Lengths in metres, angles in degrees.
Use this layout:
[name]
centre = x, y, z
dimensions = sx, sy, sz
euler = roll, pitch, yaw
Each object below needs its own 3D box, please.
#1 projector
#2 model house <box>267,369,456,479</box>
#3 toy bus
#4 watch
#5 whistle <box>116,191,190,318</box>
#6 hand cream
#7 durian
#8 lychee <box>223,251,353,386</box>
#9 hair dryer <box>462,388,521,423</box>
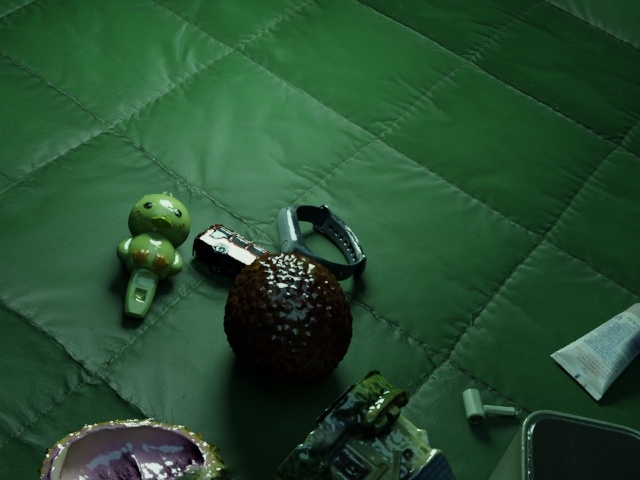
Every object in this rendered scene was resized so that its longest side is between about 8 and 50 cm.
[projector]
centre = 0.430, 0.473, 1.516
dimensions = 0.249, 0.249, 0.248
euler = 12, 47, -1
[model house]
centre = 0.096, 0.417, 1.483
dimensions = 0.266, 0.261, 0.321
euler = 40, 58, 19
[toy bus]
centre = -0.159, 0.047, 1.887
dimensions = 0.235, 0.073, 0.096
euler = 29, 39, 13
[watch]
centre = 0.000, 0.000, 1.941
dimensions = 0.193, 0.068, 0.206
euler = 14, 37, -26
[whistle]
centre = -0.347, 0.014, 1.824
dimensions = 0.141, 0.141, 0.294
euler = 9, 48, -6
[hand cream]
centre = 0.635, 0.236, 1.909
dimensions = 0.248, 0.083, 0.133
euler = -31, 60, -21
[durian]
centre = -0.334, 0.401, 1.499
dimensions = 0.341, 0.112, 0.191
euler = -13, 43, -34
[lychee]
centre = -0.060, 0.153, 1.700
dimensions = 0.261, 0.260, 0.260
euler = 7, 47, -8
[hair dryer]
centre = 0.349, 0.337, 1.768
dimensions = 0.124, 0.038, 0.063
euler = 7, 47, -15
